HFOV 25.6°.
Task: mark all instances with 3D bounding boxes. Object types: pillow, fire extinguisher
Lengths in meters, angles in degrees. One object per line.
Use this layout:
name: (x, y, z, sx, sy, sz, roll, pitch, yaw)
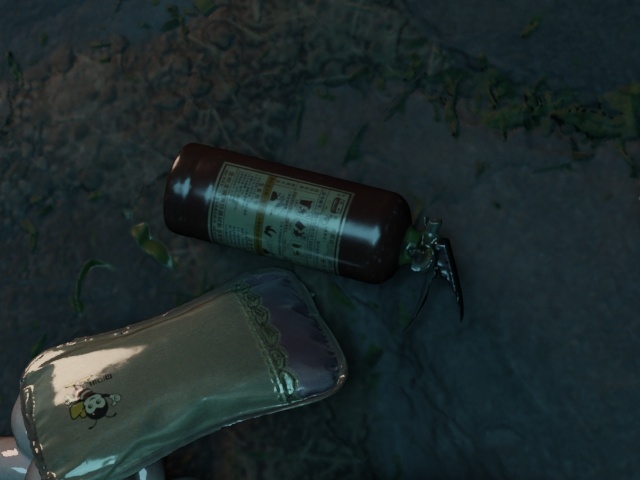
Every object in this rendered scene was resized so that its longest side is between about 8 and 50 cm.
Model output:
pillow: (-0.101, 0.096, 1.015, 0.233, 0.038, 0.130, -19, 55, -12)
fire extinguisher: (0.000, 0.000, 1.036, 0.231, 0.071, 0.099, 16, 107, 12)

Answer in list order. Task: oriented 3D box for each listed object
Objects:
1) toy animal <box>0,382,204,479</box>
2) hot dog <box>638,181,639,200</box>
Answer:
toy animal: (-0.178, 0.190, 1.030, 0.212, 0.124, 0.124, 25, 91, 18)
hot dog: (0.343, -0.042, 0.953, 0.270, 0.082, 0.162, 21, 92, 12)
